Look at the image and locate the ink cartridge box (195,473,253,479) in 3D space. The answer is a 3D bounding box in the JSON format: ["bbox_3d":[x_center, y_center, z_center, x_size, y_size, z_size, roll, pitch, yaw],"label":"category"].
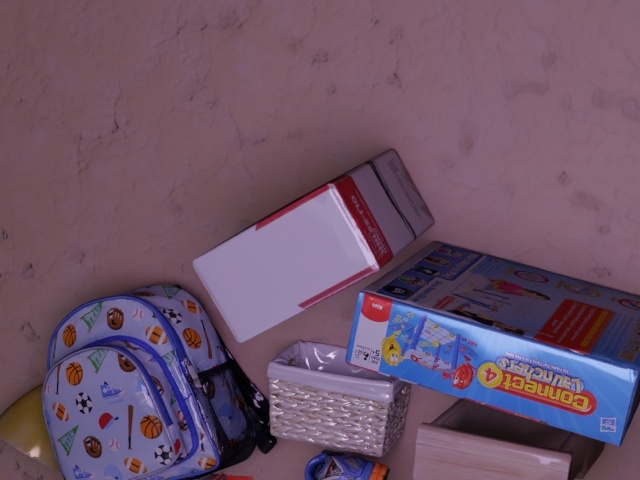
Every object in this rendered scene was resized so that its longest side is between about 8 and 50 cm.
[{"bbox_3d":[-0.147,0.349,1.900,0.115,0.029,0.062,0,99,20],"label":"ink cartridge box"}]

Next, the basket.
[{"bbox_3d":[0.025,0.199,1.770,0.167,0.113,0.103,8,104,18],"label":"basket"}]

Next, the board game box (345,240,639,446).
[{"bbox_3d":[0.221,0.104,1.581,0.302,0.308,0.086,16,105,17],"label":"board game box"}]

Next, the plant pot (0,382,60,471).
[{"bbox_3d":[-0.369,0.249,1.919,0.134,0.134,0.095,27,82,13],"label":"plant pot"}]

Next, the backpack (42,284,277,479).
[{"bbox_3d":[-0.237,0.195,1.820,0.277,0.213,0.263,-22,80,24],"label":"backpack"}]

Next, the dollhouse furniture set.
[{"bbox_3d":[0.218,0.386,1.645,0.362,0.256,0.394,10,102,22],"label":"dollhouse furniture set"}]

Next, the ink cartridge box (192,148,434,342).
[{"bbox_3d":[0.000,0.000,1.661,0.197,0.273,0.114,-29,93,21],"label":"ink cartridge box"}]

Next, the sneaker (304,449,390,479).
[{"bbox_3d":[0.020,0.294,1.747,0.087,0.221,0.083,26,71,-5],"label":"sneaker"}]
